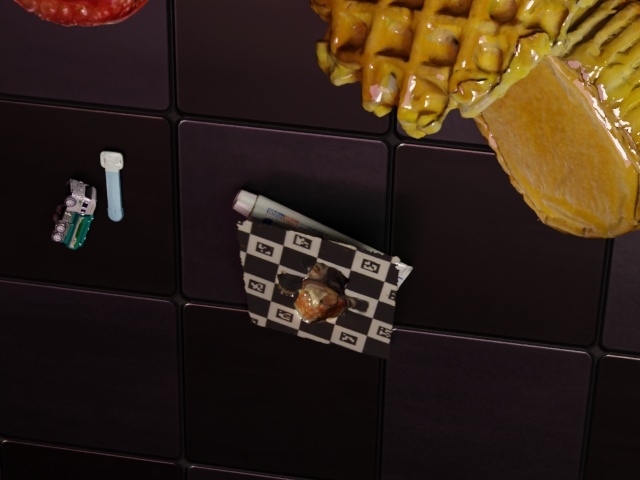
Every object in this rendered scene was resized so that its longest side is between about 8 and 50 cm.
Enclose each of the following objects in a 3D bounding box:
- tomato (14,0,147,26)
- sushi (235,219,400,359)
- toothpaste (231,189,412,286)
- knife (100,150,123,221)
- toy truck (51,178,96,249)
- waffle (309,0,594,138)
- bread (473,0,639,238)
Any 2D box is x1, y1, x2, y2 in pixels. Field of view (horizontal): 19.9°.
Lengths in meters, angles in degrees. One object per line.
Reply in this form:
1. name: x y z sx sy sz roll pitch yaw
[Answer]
1. tomato: -0.250 -0.343 1.902 0.227 0.101 0.228 8 118 15
2. sushi: 0.004 0.044 2.097 0.192 0.040 0.210 14 145 11
3. toothpaste: 0.000 0.000 2.096 0.218 0.033 0.052 26 136 -8
4. knife: -0.240 -0.063 2.123 0.027 0.010 0.096 6 125 8
5. toy truck: -0.287 -0.030 2.138 0.044 0.039 0.083 14 126 -16
6. waffle: 0.119 -0.270 1.782 0.325 0.068 0.302 -33 67 17
7. bread: 0.267 -0.136 1.853 0.227 0.142 0.253 1 123 59
